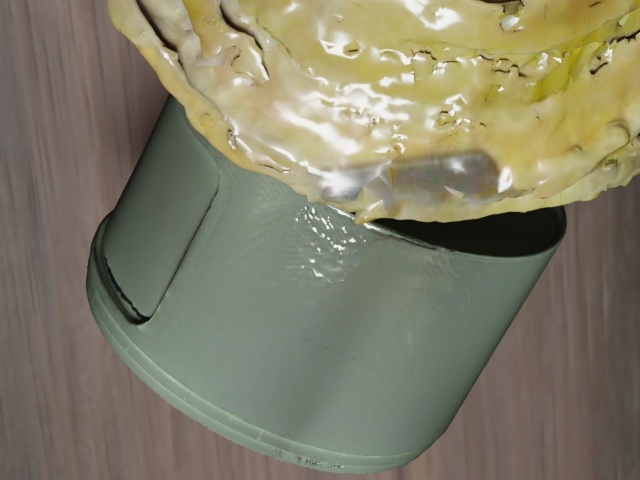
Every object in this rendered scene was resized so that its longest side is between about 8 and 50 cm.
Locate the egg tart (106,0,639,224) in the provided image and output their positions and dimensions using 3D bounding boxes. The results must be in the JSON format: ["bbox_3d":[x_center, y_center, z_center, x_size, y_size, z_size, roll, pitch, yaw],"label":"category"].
[{"bbox_3d":[0.063,-0.175,0.838,0.352,0.150,0.352,4,75,-13],"label":"egg tart"}]

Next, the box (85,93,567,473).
[{"bbox_3d":[0.000,0.000,0.959,0.226,0.226,0.149,29,115,2],"label":"box"}]
